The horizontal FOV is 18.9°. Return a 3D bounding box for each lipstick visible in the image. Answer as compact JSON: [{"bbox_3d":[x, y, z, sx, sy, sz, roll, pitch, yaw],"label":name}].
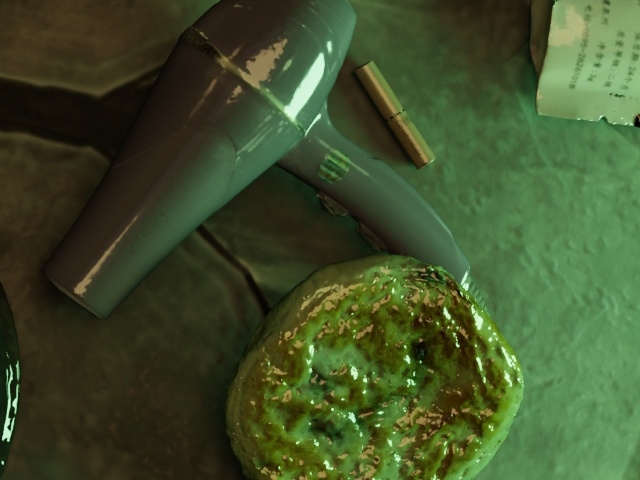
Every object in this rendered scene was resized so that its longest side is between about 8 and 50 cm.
[{"bbox_3d":[0.059,-0.100,1.525,0.019,0.019,0.094,-35,95,-15],"label":"lipstick"}]

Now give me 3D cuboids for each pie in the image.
[{"bbox_3d":[0.042,0.125,1.455,0.240,0.054,0.240,-4,106,-16],"label":"pie"}]

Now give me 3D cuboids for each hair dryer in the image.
[{"bbox_3d":[0.000,0.000,1.467,0.361,0.121,0.301,39,85,-15],"label":"hair dryer"}]

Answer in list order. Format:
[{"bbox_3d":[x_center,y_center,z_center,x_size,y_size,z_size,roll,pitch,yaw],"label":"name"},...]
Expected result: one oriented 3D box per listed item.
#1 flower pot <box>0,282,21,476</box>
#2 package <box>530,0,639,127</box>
[{"bbox_3d":[-0.365,0.087,1.278,0.379,0.251,0.379,2,83,-15],"label":"flower pot"},{"bbox_3d":[0.278,-0.212,1.574,0.204,0.062,0.251,7,80,-16],"label":"package"}]
